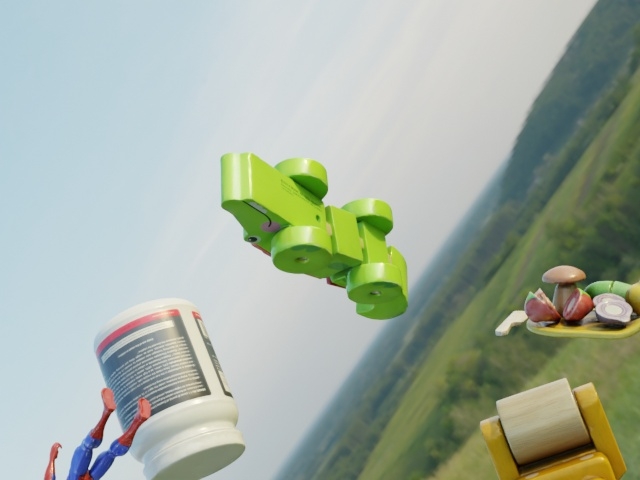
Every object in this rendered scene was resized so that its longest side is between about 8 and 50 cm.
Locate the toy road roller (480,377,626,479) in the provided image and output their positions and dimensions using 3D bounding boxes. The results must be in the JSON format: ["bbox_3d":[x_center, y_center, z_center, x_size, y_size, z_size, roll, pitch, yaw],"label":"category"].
[{"bbox_3d":[0.403,0.408,1.750,0.202,0.330,0.240,-21,-2,10],"label":"toy road roller"}]

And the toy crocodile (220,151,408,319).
[{"bbox_3d":[0.000,0.000,1.205,0.105,0.115,0.340,-25,-33,29],"label":"toy crocodile"}]

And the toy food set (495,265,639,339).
[{"bbox_3d":[0.311,0.069,1.268,0.128,0.217,0.071,-17,-76,-59],"label":"toy food set"}]

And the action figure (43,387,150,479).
[{"bbox_3d":[-0.353,0.325,1.623,0.280,0.091,0.139,-59,26,19],"label":"action figure"}]

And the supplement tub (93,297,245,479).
[{"bbox_3d":[-0.250,0.251,1.782,0.191,0.272,0.191,-21,-24,-9],"label":"supplement tub"}]
